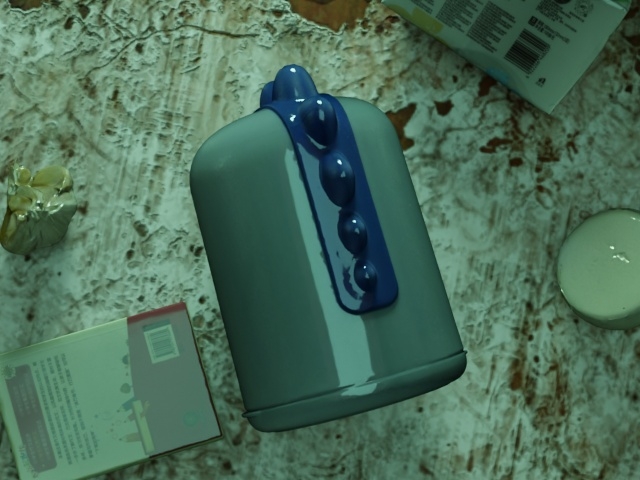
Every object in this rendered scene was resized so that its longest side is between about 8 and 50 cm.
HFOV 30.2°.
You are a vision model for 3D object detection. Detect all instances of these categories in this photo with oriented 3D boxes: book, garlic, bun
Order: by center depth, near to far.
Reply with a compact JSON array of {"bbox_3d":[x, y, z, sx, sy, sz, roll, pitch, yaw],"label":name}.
[{"bbox_3d":[-0.310,-0.033,1.311,0.074,0.094,0.113,35,77,-39],"label":"garlic"},{"bbox_3d":[0.338,0.039,1.319,0.138,0.094,0.138,-14,61,26],"label":"bun"},{"bbox_3d":[-0.240,0.177,1.325,0.232,0.022,0.162,-16,84,-3],"label":"book"}]

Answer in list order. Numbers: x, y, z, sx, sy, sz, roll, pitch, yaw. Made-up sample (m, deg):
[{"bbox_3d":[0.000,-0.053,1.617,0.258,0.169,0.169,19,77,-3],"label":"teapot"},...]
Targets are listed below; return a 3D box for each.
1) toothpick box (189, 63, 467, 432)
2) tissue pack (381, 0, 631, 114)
[{"bbox_3d":[0.000,0.000,1.228,0.263,0.263,0.354,-16,85,-3],"label":"toothpick box"},{"bbox_3d":[0.215,-0.282,1.317,0.229,0.145,0.159,33,129,1],"label":"tissue pack"}]
